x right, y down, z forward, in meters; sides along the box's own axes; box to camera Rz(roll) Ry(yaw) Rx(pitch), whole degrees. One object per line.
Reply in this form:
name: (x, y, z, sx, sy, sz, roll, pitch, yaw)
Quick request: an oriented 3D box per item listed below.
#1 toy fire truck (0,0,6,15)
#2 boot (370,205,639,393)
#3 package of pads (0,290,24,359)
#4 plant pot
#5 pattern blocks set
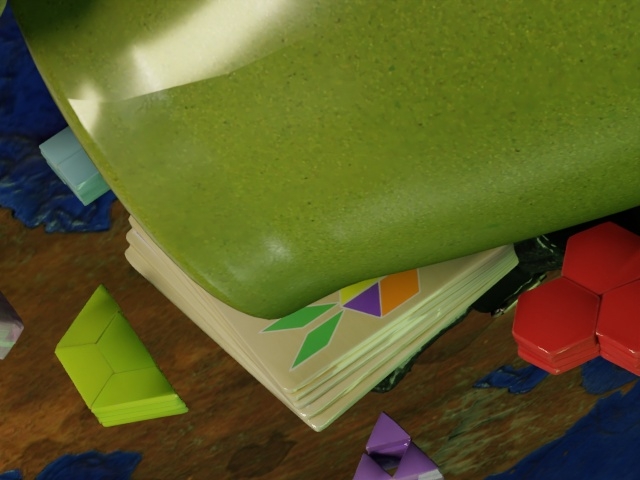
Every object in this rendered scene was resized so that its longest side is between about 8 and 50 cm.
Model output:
toy fire truck: (-0.257, -0.137, 0.677, 0.217, 0.246, 0.158, -29, -166, -11)
boot: (0.107, -0.009, 1.052, 0.260, 0.131, 0.348, -29, -171, 1)
package of pads: (-0.212, 0.040, 1.036, 0.083, 0.050, 0.032, 9, 123, -51)
plant pot: (0.064, -0.146, 0.801, 0.353, 0.366, 0.366, -31, 152, 13)
pattern blocks set: (0.000, 0.000, 0.931, 0.285, 0.325, 0.026, -27, 139, -5)
